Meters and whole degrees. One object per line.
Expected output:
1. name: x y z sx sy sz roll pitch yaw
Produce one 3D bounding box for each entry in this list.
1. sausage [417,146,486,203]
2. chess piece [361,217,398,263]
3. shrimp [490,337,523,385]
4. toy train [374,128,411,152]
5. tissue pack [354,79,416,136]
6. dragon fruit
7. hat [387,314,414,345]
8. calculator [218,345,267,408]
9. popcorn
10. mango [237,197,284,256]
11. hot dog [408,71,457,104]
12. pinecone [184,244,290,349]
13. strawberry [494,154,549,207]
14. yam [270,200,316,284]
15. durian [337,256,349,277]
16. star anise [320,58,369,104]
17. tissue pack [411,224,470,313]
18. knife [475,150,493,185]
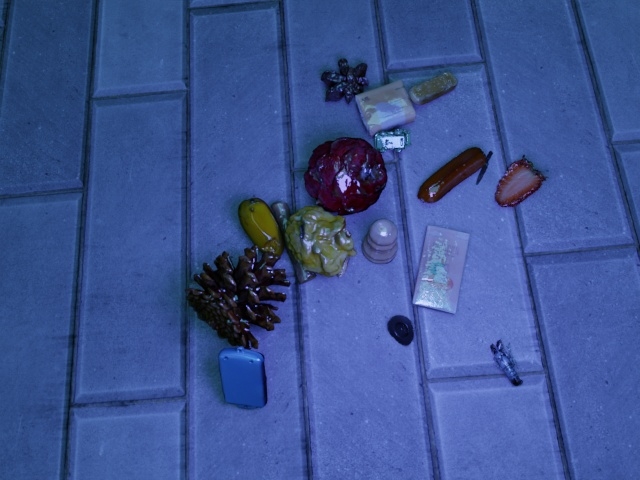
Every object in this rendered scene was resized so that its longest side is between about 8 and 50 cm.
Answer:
1. sausage: 0.529 -0.269 1.880 0.330 0.102 0.102 -37 76 -7
2. chess piece: 0.233 -0.007 1.740 0.143 0.261 0.142 -1 72 2
3. shrimp: 0.683 0.444 1.685 0.082 0.076 0.174 -30 73 13
4. toy train: 0.305 -0.420 1.945 0.149 0.081 0.099 -2 107 14
5. tissue pack: 0.273 -0.560 1.970 0.223 0.090 0.186 -18 82 -3
6. dragon fruit: 0.100 -0.247 1.787 0.330 0.329 0.328 -1 75 3
7. hat: 0.311 0.334 1.744 0.121 0.050 0.121 11 108 35
8. calculator: -0.275 0.491 1.647 0.173 0.051 0.292 5 119 10
9. popcorn: 0.000 0.000 1.735 0.252 0.215 0.286 -23 79 -18
10. mango: -0.230 -0.046 1.825 0.130 0.167 0.261 -30 86 -19
11. hot dog: 0.478 -0.645 1.991 0.243 0.073 0.084 -29 76 -17
12. pinecone: -0.272 0.188 1.695 0.385 0.384 0.383 -1 75 3
13. strawberry: 0.793 -0.224 1.873 0.208 0.087 0.167 -40 54 18
14. yam: -0.110 0.002 1.847 0.081 0.081 0.356 -21 77 -3
15. durian: 0.075 0.083 1.844 0.066 0.052 0.130 23 77 -31
16. star anise: 0.109 -0.704 2.022 0.215 0.099 0.219 6 75 -5
17. tissue pack: 0.466 0.110 1.792 0.170 0.071 0.324 13 76 8
18. knife: 0.680 -0.300 1.927 0.023 0.010 0.170 25 79 15
